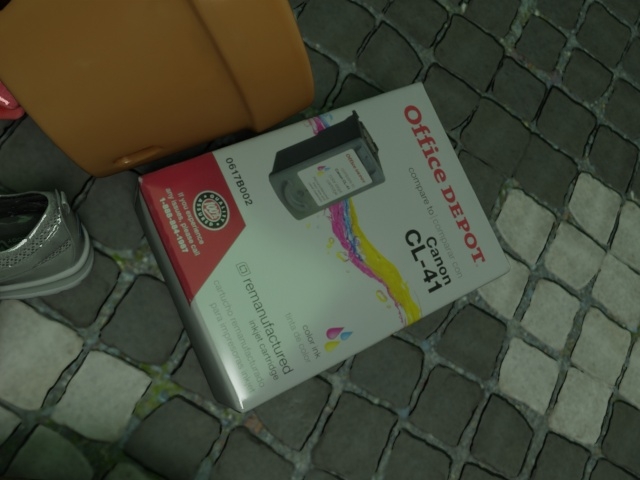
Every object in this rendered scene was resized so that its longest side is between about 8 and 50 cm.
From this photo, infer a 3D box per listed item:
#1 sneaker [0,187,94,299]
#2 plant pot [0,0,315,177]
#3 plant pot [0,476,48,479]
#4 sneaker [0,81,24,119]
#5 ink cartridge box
[{"bbox_3d":[-0.337,0.004,0.478,0.281,0.115,0.105,-16,62,-25],"label":"sneaker"},{"bbox_3d":[-0.168,-0.192,0.514,0.203,0.291,0.291,-33,91,-5],"label":"plant pot"},{"bbox_3d":[-0.229,0.285,0.412,0.191,0.284,0.284,35,67,26],"label":"plant pot"},{"bbox_3d":[-0.398,-0.095,0.490,0.314,0.116,0.136,-37,94,-21],"label":"sneaker"},{"bbox_3d":[0.000,0.000,0.594,0.306,0.131,0.226,-24,87,-20],"label":"ink cartridge box"}]
